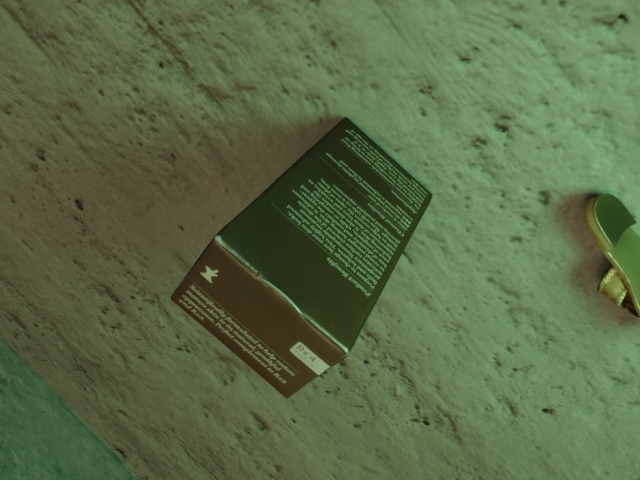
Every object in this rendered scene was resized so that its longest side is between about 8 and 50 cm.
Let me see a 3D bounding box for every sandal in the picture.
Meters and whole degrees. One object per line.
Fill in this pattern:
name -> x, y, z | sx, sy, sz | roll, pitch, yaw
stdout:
sandal -> 0.423, 0.045, 0.815 | 0.240, 0.088, 0.079 | 57, 157, -5

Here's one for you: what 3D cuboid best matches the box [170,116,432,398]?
box -> 0.000, 0.000, 0.780 | 0.191, 0.381, 0.143 | 42, 128, -3
